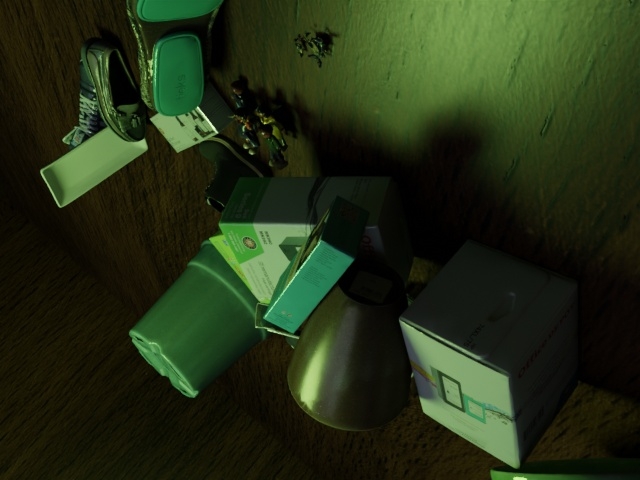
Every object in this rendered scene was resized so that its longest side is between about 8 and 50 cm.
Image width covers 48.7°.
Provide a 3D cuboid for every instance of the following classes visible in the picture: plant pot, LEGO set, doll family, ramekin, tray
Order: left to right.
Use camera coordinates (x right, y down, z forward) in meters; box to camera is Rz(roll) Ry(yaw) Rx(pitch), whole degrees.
[{"bbox_3d":[-0.549,-0.205,1.723,0.030,0.270,0.145,39,155,24],"label":"tray"},{"bbox_3d":[-0.322,0.230,1.966,0.341,0.334,0.341,36,155,20],"label":"plant pot"},{"bbox_3d":[-0.116,-0.215,1.279,0.193,0.076,0.111,30,156,36],"label":"doll family"},{"bbox_3d":[-0.010,-0.292,1.064,0.083,0.023,0.054,42,156,40],"label":"LEGO set"},{"bbox_3d":[0.064,0.154,1.159,0.215,0.215,0.231,32,134,26],"label":"plant pot"},{"bbox_3d":[0.436,0.440,1.143,0.303,0.303,0.148,144,125,-65],"label":"ramekin"}]

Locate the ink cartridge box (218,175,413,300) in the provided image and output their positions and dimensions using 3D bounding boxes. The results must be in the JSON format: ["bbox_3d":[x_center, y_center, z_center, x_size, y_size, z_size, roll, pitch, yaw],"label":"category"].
[{"bbox_3d":[0.000,0.000,1.243,0.289,0.122,0.211,1,138,22],"label":"ink cartridge box"}]

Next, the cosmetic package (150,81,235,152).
[{"bbox_3d":[-0.269,-0.253,1.467,0.099,0.060,0.239,54,154,-16],"label":"cosmetic package"}]

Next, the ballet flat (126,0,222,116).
[{"bbox_3d":[-0.240,-0.387,1.131,0.182,0.163,0.483,68,158,15],"label":"ballet flat"}]

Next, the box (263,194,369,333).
[{"bbox_3d":[-0.010,0.044,1.121,0.060,0.101,0.244,27,138,-8],"label":"box"}]

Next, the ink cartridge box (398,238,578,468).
[{"bbox_3d":[0.277,0.180,1.131,0.197,0.198,0.270,25,148,37],"label":"ink cartridge box"}]

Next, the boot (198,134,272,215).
[{"bbox_3d":[-0.218,-0.138,1.474,0.197,0.137,0.077,29,151,32],"label":"boot"}]

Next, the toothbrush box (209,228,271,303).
[{"bbox_3d":[-0.093,0.026,1.553,0.206,0.122,0.283,52,155,-15],"label":"toothbrush box"}]

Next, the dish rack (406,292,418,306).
[{"bbox_3d":[0.221,0.215,1.398,0.271,0.074,0.208,41,160,8],"label":"dish rack"}]

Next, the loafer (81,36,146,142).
[{"bbox_3d":[-0.454,-0.328,1.604,0.084,0.096,0.268,19,143,33],"label":"loafer"}]

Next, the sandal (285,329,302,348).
[{"bbox_3d":[-0.016,0.270,1.769,0.097,0.054,0.254,40,-171,34],"label":"sandal"}]

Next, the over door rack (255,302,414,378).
[{"bbox_3d":[0.030,0.248,1.564,0.324,0.108,0.239,23,-178,24],"label":"over door rack"}]

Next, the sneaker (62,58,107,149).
[{"bbox_3d":[-0.561,-0.305,1.722,0.099,0.153,0.282,34,153,21],"label":"sneaker"}]
